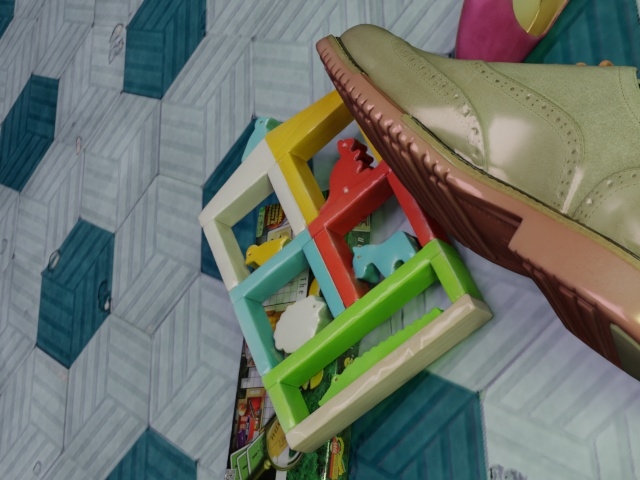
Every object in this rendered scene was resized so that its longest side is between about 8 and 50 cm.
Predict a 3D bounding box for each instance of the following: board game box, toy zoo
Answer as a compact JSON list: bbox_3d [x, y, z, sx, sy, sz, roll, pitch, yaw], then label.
[{"bbox_3d":[-0.019,0.085,0.941,0.136,0.030,0.259,-12,66,46],"label":"board game box"},{"bbox_3d":[0.000,0.000,0.902,0.192,0.030,0.293,-40,53,21],"label":"toy zoo"}]

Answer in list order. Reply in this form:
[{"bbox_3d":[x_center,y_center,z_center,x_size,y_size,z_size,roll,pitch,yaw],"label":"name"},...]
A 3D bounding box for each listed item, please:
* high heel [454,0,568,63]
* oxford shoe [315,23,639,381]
[{"bbox_3d":[0.189,-0.199,0.779,0.117,0.082,0.244,38,101,41],"label":"high heel"},{"bbox_3d":[0.144,-0.060,0.731,0.146,0.140,0.397,-44,51,-2],"label":"oxford shoe"}]
